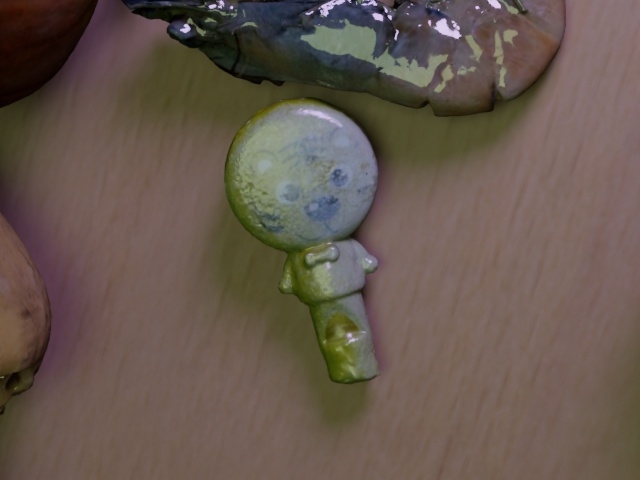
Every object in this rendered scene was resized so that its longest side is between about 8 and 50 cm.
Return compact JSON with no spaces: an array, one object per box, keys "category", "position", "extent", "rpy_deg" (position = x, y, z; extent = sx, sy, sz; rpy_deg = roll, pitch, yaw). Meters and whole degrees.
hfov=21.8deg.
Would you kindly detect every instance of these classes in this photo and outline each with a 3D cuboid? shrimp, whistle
[{"category":"shrimp","position":[0.019,-0.183,1.094],"extent":[0.289,0.075,0.178],"rpy_deg":[11,90,18]},{"category":"whistle","position":[0.000,0.000,1.127],"extent":[0.104,0.057,0.198],"rpy_deg":[-16,98,3]}]

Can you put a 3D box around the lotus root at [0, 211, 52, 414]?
[{"category":"lotus root","position":[-0.325,-0.017,1.162],"extent":[0.342,0.169,0.151],"rpy_deg":[48,123,7]}]

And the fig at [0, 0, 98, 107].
[{"category":"fig","position":[-0.243,-0.201,1.115],"extent":[0.235,0.214,0.235],"rpy_deg":[16,125,25]}]
